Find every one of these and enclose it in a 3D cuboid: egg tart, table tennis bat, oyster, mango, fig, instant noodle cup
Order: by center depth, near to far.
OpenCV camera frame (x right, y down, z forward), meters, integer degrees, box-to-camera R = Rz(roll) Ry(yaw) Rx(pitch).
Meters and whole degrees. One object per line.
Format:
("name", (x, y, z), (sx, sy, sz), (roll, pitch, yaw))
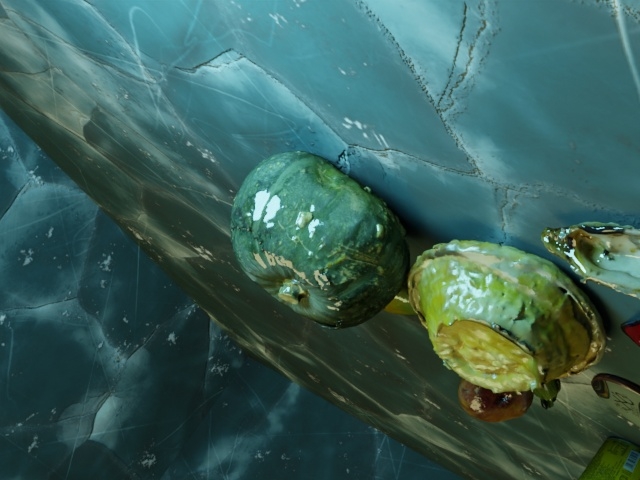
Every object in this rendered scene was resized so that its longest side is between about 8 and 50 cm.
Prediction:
("oyster", (0.420, 0.020, 1.061), (0.345, 0.078, 0.129), (16, 134, 53))
("egg tart", (0.289, 0.147, 1.415), (0.345, 0.132, 0.345), (23, 146, 16))
("table tennis bat", (0.637, 0.340, 1.576), (0.301, 0.022, 0.173), (34, 164, 12))
("mango", (0.152, 0.099, 1.771), (0.194, 0.092, 0.130), (14, 152, 31))
("instant noodle cup", (0.647, 0.518, 1.824), (0.182, 0.144, 0.182), (32, 162, 12))
("fig", (0.367, 0.301, 1.841), (0.159, 0.159, 0.257), (36, -177, -1))

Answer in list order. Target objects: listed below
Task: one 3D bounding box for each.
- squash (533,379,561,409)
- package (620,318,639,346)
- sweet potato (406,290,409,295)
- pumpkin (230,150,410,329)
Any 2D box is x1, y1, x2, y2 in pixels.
("squash", (0.383, 0.219, 1.640), (0.080, 0.071, 0.318), (-32, 121, 26))
("package", (0.575, 0.201, 1.256), (0.269, 0.071, 0.194), (46, 163, 13))
("sweet potato", (0.285, 0.107, 1.579), (0.249, 0.059, 0.069), (15, -170, 23))
("pumpkin", (0.000, 0.000, 1.506), (0.327, 0.257, 0.291), (24, 154, 19))
